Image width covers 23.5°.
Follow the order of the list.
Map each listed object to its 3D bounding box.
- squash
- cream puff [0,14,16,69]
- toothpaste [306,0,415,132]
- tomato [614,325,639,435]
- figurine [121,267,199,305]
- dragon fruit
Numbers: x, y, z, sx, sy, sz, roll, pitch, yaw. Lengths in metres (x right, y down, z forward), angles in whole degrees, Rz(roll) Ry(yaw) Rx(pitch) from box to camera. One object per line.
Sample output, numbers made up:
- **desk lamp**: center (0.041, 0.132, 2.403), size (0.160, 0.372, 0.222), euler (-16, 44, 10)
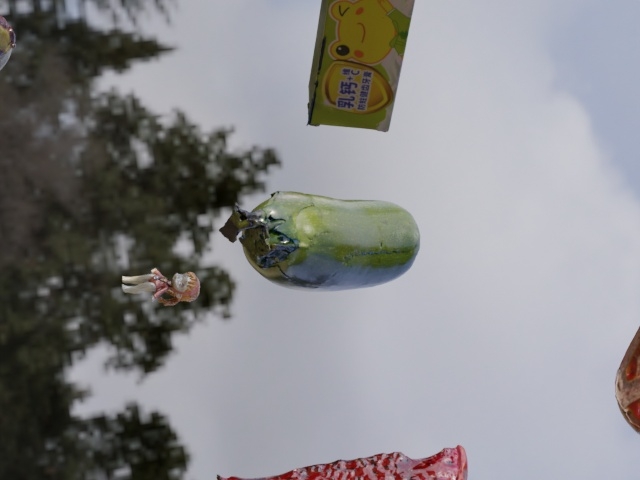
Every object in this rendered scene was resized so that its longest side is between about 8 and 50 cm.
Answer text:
- **squash**: center (0.001, 0.001, 1.283), size (0.331, 0.087, 0.087), euler (3, 76, -67)
- **cream puff**: center (-0.413, -0.231, 1.710), size (0.149, 0.149, 0.084), euler (115, -30, -59)
- **toothpaste**: center (0.054, -0.278, 1.912), size (0.327, 0.110, 0.077), euler (99, -8, -47)
- **tomato**: center (0.437, 0.143, 1.652), size (0.236, 0.095, 0.237), euler (-30, -141, 28)
- **figurine**: center (-0.223, 0.064, 2.155), size (0.047, 0.109, 0.064), euler (99, -9, -47)
- **dragon fruit**: center (0.037, 0.328, 1.594), size (0.134, 0.262, 0.212), euler (-103, -175, -45)
